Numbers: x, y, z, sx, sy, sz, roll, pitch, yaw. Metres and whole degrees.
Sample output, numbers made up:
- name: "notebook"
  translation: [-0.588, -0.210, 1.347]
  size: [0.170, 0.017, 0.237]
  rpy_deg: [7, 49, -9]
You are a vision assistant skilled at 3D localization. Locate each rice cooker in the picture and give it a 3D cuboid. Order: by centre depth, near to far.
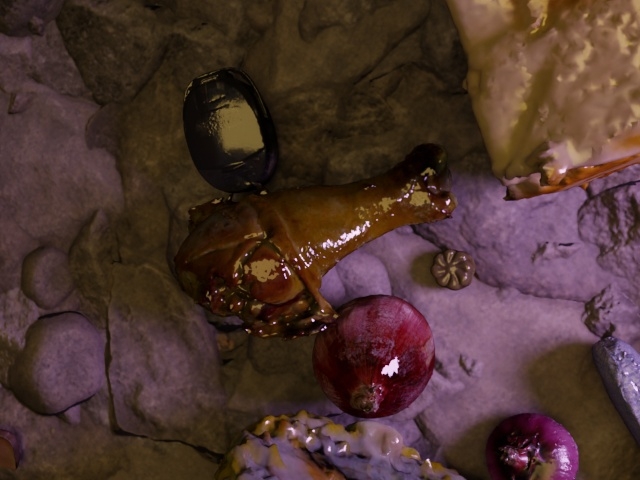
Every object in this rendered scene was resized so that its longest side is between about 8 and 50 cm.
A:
- name: "rice cooker"
  translation: [-0.118, -0.143, 0.957]
  size: [0.112, 0.106, 0.165]
  rpy_deg: [-14, 85, 11]

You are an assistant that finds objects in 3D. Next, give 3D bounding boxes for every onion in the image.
- name: "onion"
  translation: [0.063, 0.152, 0.883]
  size: [0.160, 0.195, 0.159]
  rpy_deg: [3, 107, 10]
- name: "onion"
  translation: [0.260, 0.271, 0.895]
  size: [0.115, 0.104, 0.115]
  rpy_deg: [-23, 55, 39]

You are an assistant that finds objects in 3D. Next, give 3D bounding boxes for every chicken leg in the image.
- name: "chicken leg"
  translation: [-0.006, 0.011, 0.872]
  size: [0.361, 0.140, 0.211]
  rpy_deg: [-13, 74, 9]

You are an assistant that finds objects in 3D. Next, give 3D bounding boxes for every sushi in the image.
- name: "sushi"
  translation: [0.038, 0.374, 0.810]
  size: [0.397, 0.351, 0.240]
  rpy_deg: [23, 104, -11]

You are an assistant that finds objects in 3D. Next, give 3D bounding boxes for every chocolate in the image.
- name: "chocolate"
  translation: [-0.494, 0.308, 1.079]
  size: [0.101, 0.031, 0.064]
  rpy_deg: [0, 109, 15]

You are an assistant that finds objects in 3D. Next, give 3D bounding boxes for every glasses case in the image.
- name: "glasses case"
  translation: [0.417, 0.241, 0.859]
  size: [0.067, 0.109, 0.282]
  rpy_deg: [-35, 84, 11]

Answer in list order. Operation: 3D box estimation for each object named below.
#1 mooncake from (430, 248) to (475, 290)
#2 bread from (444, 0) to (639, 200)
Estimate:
- name: "mooncake"
  translation: [0.024, 0.030, 0.964]
  size: [0.347, 0.057, 0.150]
  rpy_deg: [-15, 76, 5]
- name: "bread"
  translation: [0.334, -0.228, 0.694]
  size: [0.390, 0.371, 0.279]
  rpy_deg: [-29, 81, 29]
